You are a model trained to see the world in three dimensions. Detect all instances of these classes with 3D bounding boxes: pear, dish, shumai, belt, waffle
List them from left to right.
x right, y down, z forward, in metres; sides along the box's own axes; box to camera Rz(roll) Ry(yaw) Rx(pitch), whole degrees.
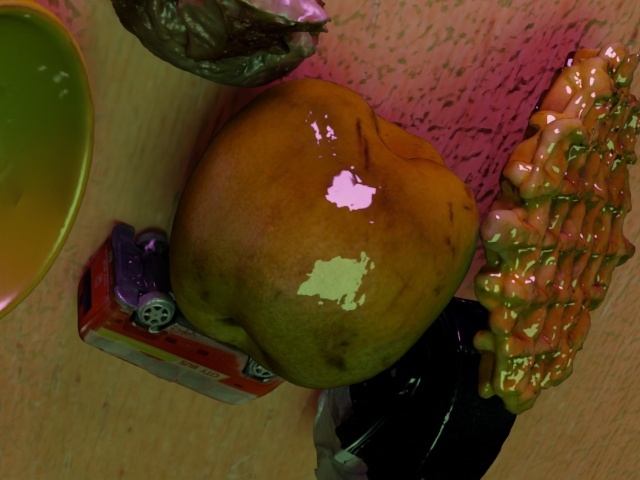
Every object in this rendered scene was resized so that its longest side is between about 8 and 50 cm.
[{"bbox_3d":[-0.263,-0.042,0.717,0.262,0.108,0.221,-27,136,-44],"label":"dish"},{"bbox_3d":[-0.065,-0.149,0.758,0.123,0.105,0.139,-40,101,17],"label":"shumai"},{"bbox_3d":[0.000,0.000,0.818,0.200,0.200,0.200,-8,127,-11],"label":"pear"},{"bbox_3d":[0.067,0.127,0.959,0.078,0.151,0.198,14,119,-33],"label":"belt"},{"bbox_3d":[0.171,-0.002,0.867,0.059,0.238,0.243,13,136,28],"label":"waffle"}]

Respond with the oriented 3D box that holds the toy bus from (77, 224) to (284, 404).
[{"bbox_3d":[-0.096,0.063,0.909,0.174,0.079,0.077,29,121,-33],"label":"toy bus"}]
